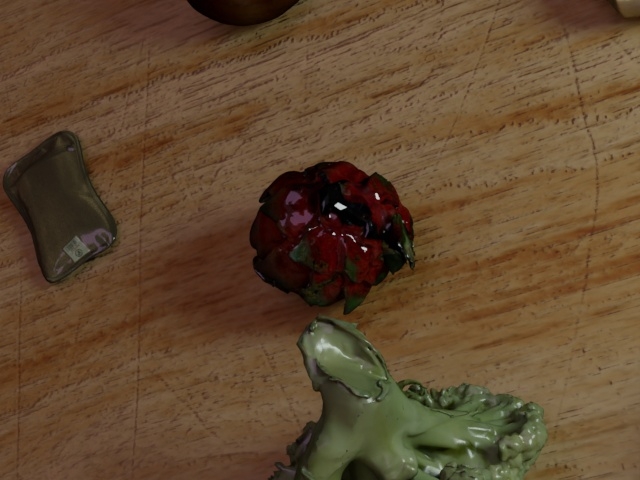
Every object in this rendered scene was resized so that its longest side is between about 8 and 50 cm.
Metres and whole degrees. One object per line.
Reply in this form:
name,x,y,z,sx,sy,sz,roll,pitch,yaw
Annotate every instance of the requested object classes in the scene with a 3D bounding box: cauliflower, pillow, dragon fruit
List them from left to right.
pillow,-0.356,-0.050,1.613,0.130,0.033,0.217,-35,58,6
dragon fruit,0.007,-0.005,1.343,0.189,0.182,0.182,-31,60,10
cauliflower,0.072,0.237,1.145,0.327,0.281,0.260,-41,61,-9

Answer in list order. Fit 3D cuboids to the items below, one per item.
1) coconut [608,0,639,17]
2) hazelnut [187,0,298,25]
coconut,0.365,-0.310,1.330,0.122,0.116,0.116,-5,68,23
hazelnut,-0.099,-0.404,1.552,0.217,0.217,0.251,-1,79,25
